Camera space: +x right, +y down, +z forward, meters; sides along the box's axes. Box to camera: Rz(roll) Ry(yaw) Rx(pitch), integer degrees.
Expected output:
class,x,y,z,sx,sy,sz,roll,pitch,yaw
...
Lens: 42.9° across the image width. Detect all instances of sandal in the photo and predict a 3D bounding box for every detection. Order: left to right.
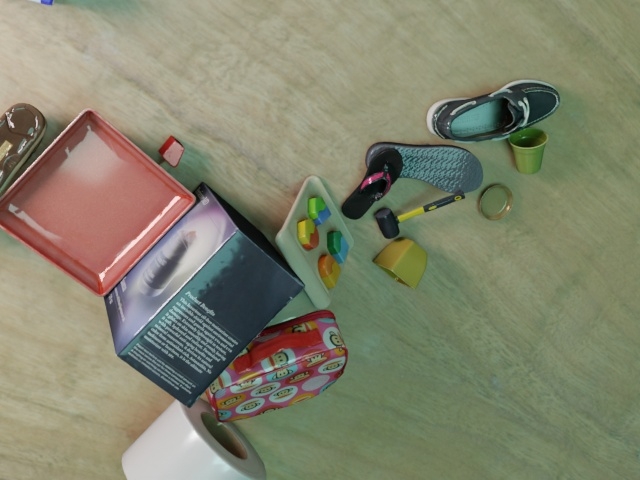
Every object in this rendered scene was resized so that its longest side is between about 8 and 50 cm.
class,x,y,z,sx,sy,sz,roll,pitch,yaw
sandal,0.109,-0.106,1.638,0.067,0.040,0.179,27,115,-19
sandal,0.217,-0.162,1.680,0.255,0.054,0.097,11,110,-12

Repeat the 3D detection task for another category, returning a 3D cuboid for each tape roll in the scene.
class,x,y,z,sx,sy,sz,roll,pitch,yaw
tape roll,-0.251,0.450,1.632,0.169,0.246,0.246,-47,118,2

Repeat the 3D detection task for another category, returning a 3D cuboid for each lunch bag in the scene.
class,x,y,z,sx,sy,sz,roll,pitch,yaw
lunch bag,-0.092,0.248,1.617,0.293,0.120,0.258,-17,154,-12

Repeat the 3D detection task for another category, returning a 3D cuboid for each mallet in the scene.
class,x,y,z,sx,sy,sz,roll,pitch,yaw
mallet,0.204,-0.069,1.688,0.190,0.039,0.062,-27,118,13

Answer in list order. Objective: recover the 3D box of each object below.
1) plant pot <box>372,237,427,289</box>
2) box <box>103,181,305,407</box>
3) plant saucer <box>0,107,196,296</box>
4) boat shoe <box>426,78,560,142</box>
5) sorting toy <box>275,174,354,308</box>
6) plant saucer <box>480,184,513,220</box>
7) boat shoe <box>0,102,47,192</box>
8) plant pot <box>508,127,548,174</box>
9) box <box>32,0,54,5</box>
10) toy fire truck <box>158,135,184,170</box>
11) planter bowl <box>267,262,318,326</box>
class,x,y,z,sx,sy,sz,roll,pitch,yaw
plant pot,0.179,0.042,1.730,0.081,0.081,0.083,39,83,-28
box,-0.225,0.084,1.473,0.294,0.296,0.183,-46,118,0
plant saucer,-0.400,-0.066,1.437,0.259,0.048,0.258,-45,121,4
boat shoe,0.373,-0.258,1.676,0.303,0.091,0.114,-17,115,-13
sorting toy,0.000,0.000,1.597,0.038,0.208,0.193,-12,123,31
plant saucer,0.385,-0.084,1.790,0.083,0.015,0.083,-7,112,-17
boat shoe,-0.560,-0.120,1.378,0.257,0.095,0.095,-44,98,-7
plant pot,0.446,-0.187,1.744,0.083,0.083,0.079,-21,127,-12
box,-0.485,-0.422,1.275,0.137,0.126,0.072,9,105,-23
toy fire truck,-0.354,-0.131,1.481,0.135,0.047,0.192,35,96,-28
planter bowl,-0.085,0.105,1.623,0.162,0.162,0.109,-18,89,-13
